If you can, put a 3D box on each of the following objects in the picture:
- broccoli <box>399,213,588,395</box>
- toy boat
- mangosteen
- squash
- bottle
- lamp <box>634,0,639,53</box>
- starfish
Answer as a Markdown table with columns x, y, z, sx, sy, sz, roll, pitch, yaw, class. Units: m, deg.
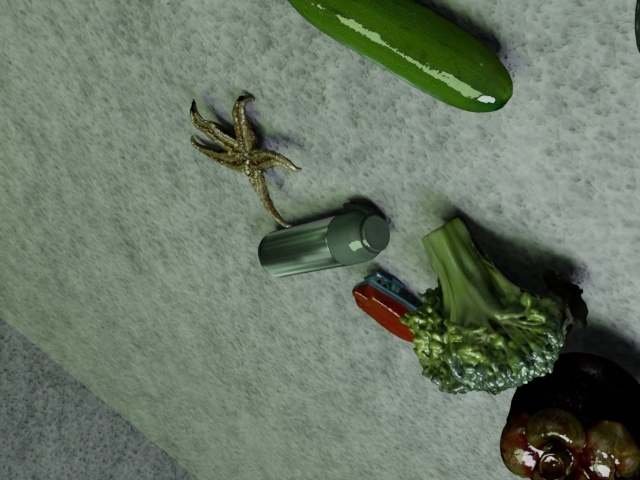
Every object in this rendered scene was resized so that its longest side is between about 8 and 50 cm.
| x | y | z | sx | sy | sz | roll | pitch | yaw | class |
| --- | --- | --- | --- | --- | --- | --- | --- | --- | --- |
| 0.226 | 0.081 | 1.140 | 0.247 | 0.263 | 0.243 | -27 | 88 | 18 | broccoli |
| 0.126 | 0.111 | 1.342 | 0.173 | 0.058 | 0.069 | 37 | 148 | -15 | toy boat |
| 0.343 | 0.269 | 1.128 | 0.211 | 0.250 | 0.211 | 10 | 110 | 30 | mangosteen |
| 0.086 | -0.231 | 0.932 | 0.293 | 0.082 | 0.082 | 32 | 146 | 8 | squash |
| 0.000 | 0.000 | 1.301 | 0.254 | 0.080 | 0.096 | -11 | 87 | 49 | bottle |
| 0.374 | -0.240 | 0.639 | 0.182 | 0.182 | 0.313 | 29 | 116 | 10 | lamp |
| -0.112 | -0.123 | 1.264 | 0.213 | 0.057 | 0.238 | 0 | 130 | 51 | starfish |
